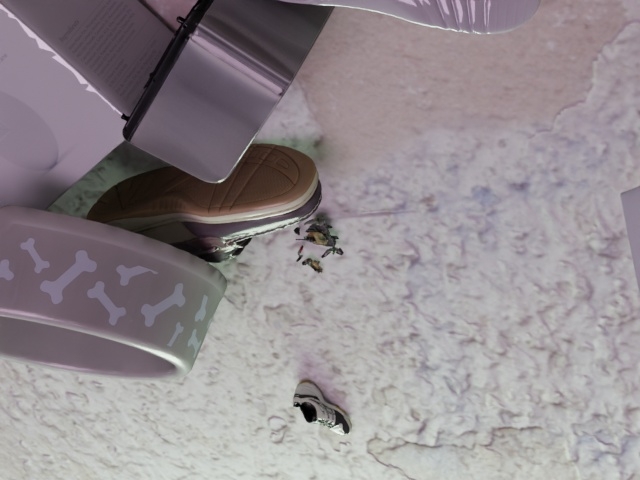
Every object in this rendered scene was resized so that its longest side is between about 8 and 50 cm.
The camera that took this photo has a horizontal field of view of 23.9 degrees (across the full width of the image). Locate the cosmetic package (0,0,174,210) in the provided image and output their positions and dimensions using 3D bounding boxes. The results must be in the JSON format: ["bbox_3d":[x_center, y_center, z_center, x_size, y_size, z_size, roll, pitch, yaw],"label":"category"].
[{"bbox_3d":[-0.289,-0.167,1.443,0.225,0.138,0.224,42,133,-15],"label":"cosmetic package"}]

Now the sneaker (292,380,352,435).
[{"bbox_3d":[-0.001,0.197,1.695,0.083,0.037,0.032,42,131,-15],"label":"sneaker"}]

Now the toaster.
[{"bbox_3d":[-0.075,-0.167,1.330,0.110,0.168,0.185,31,135,-7],"label":"toaster"}]

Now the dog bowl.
[{"bbox_3d":[-0.273,0.061,1.538,0.349,0.102,0.349,9,166,2],"label":"dog bowl"}]

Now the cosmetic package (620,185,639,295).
[{"bbox_3d":[0.453,-0.004,1.143,0.284,0.097,0.377,-27,149,37],"label":"cosmetic package"}]

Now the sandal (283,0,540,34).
[{"bbox_3d":[0.055,-0.242,1.264,0.265,0.076,0.102,8,117,0],"label":"sandal"}]

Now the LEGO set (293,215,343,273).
[{"bbox_3d":[-0.002,-0.001,1.542,0.054,0.023,0.083,39,146,-7],"label":"LEGO set"}]

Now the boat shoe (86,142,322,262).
[{"bbox_3d":[-0.107,-0.025,1.515,0.285,0.103,0.092,-9,129,34],"label":"boat shoe"}]
